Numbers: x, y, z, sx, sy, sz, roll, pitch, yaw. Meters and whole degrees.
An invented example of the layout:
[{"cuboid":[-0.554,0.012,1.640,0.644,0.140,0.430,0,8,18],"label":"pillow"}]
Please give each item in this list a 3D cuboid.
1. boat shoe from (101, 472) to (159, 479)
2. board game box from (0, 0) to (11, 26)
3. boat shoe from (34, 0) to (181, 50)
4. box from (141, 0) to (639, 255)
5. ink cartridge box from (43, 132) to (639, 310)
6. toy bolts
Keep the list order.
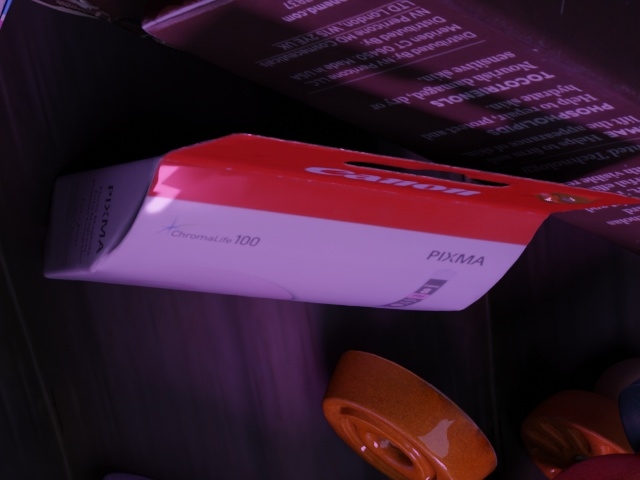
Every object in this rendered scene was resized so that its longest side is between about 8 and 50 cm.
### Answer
[{"cuboid":[-0.056,0.196,0.823,0.183,0.065,0.083,31,94,-24],"label":"boat shoe"},{"cuboid":[-0.274,0.017,0.572,0.242,0.064,0.316,-4,127,-53],"label":"board game box"},{"cuboid":[-0.049,-0.124,0.667,0.257,0.095,0.095,13,108,-28],"label":"boat shoe"},{"cuboid":[0.128,-0.116,0.662,0.381,0.143,0.191,21,71,-36],"label":"box"},{"cuboid":[0.000,0.000,0.671,0.189,0.232,0.066,7,90,-25],"label":"ink cartridge box"},{"cuboid":[0.142,0.086,0.802,0.218,0.228,0.158,43,68,-13],"label":"toy bolts"}]
